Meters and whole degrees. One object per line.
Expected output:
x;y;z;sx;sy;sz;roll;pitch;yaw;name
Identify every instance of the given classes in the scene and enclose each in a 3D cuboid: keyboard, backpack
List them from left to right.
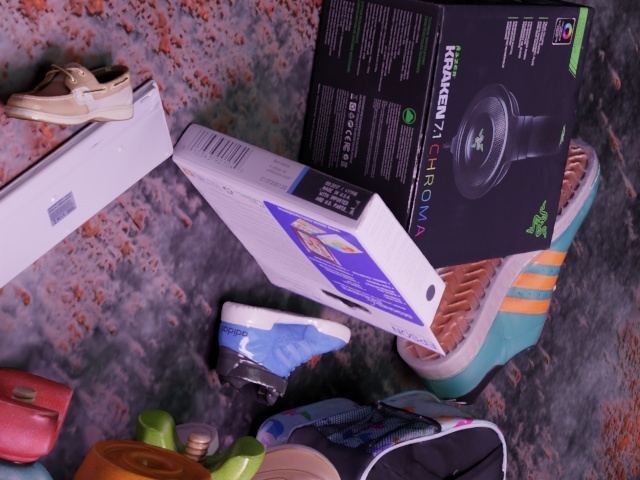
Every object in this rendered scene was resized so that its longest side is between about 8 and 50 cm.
-0.204;-0.033;1.520;0.256;0.014;0.072;-41;139;-36;keyboard
0.055;0.252;1.833;0.253;0.191;0.225;-13;117;-43;backpack

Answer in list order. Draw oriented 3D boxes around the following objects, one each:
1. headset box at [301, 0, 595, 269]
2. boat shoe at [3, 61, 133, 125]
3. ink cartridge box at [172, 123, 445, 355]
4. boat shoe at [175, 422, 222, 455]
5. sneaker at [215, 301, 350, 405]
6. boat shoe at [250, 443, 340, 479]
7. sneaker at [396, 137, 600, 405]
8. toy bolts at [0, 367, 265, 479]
0.121;-0.110;1.822;0.283;0.131;0.246;-7;110;-53;headset box
-0.189;-0.112;1.477;0.135;0.050;0.045;-14;112;-62;boat shoe
0.000;0.000;1.641;0.045;0.206;0.208;-56;143;-17;ink cartridge box
-0.151;0.230;1.647;0.206;0.075;0.065;-39;130;-45;boat shoe
-0.036;0.106;1.760;0.152;0.058;0.084;12;89;-51;sneaker
-0.095;0.268;1.629;0.302;0.109;0.098;-47;-179;18;boat shoe
0.193;0.034;2.012;0.302;0.108;0.121;-53;142;-13;sneaker
-0.179;0.210;1.462;0.218;0.228;0.158;-45;152;-80;toy bolts
